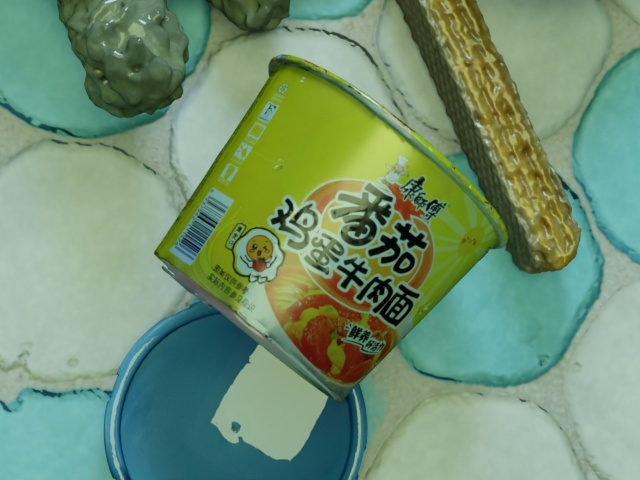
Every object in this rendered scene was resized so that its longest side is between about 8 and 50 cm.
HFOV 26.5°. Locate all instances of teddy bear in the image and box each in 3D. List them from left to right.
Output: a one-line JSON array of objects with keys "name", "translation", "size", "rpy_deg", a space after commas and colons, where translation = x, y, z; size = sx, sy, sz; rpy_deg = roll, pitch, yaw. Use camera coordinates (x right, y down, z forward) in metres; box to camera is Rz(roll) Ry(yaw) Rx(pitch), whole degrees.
[{"name": "teddy bear", "translation": [-0.117, -0.335, 1.186], "size": [0.367, 0.224, 0.357], "rpy_deg": [-30, 105, -9]}]

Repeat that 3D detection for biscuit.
[{"name": "biscuit", "translation": [0.141, -0.147, 1.258], "size": [0.054, 0.094, 0.378], "rpy_deg": [-24, 91, -6]}]

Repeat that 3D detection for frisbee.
[{"name": "frisbee", "translation": [-0.077, 0.172, 1.242], "size": [0.242, 0.045, 0.242], "rpy_deg": [2, 78, -10]}]

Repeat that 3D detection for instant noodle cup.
[{"name": "instant noodle cup", "translation": [0.000, 0.000, 1.150], "size": [0.264, 0.264, 0.200], "rpy_deg": [38, 82, -3]}]
